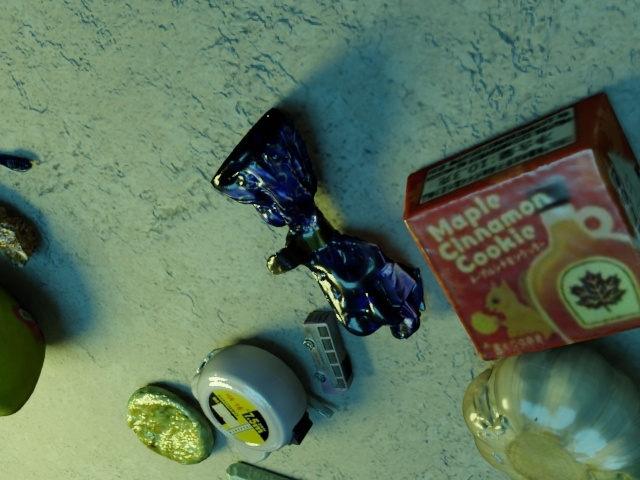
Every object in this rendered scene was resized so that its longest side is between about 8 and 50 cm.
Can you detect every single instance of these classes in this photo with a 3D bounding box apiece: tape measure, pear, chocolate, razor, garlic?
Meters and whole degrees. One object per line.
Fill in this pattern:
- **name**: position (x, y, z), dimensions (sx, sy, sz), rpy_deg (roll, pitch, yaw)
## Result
- **tape measure**: position (-0.099, 0.248, 0.997), dimensions (0.178, 0.105, 0.196), rpy_deg (-26, 104, 43)
- **pear**: position (-0.660, 0.167, 1.113), dimensions (0.375, 0.287, 0.287), rpy_deg (54, 128, 9)
- **chocolate**: position (0.003, 0.004, 0.796), dimensions (0.148, 0.126, 0.343), rpy_deg (-40, 109, 0)
- **chocolate**: position (0.231, 0.003, 0.680), dimensions (0.237, 0.108, 0.235), rpy_deg (-20, 108, 35)
- **razor**: position (-0.519, -0.136, 1.002), dimensions (0.154, 0.044, 0.028), rpy_deg (20, 156, 10)
- **garlic**: position (0.289, 0.219, 0.755), dimensions (0.227, 0.152, 0.228), rpy_deg (25, 140, 24)

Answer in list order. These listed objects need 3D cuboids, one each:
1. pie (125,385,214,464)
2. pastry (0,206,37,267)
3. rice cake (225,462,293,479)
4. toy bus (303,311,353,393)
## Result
- **pie**: position (-0.280, 0.346, 1.176), dimensions (0.186, 0.041, 0.187), rpy_deg (12, 124, 18)
- **pastry**: position (-0.547, -0.025, 1.065), dimensions (0.169, 0.063, 0.087), rpy_deg (30, 137, 0)
- **rice cake**: position (-0.062, 0.455, 1.139), dimensions (0.245, 0.042, 0.045), rpy_deg (10, 120, 20)
- **toy bus**: position (0.012, 0.165, 0.929), dimensions (0.052, 0.037, 0.131), rpy_deg (-6, 115, 23)
